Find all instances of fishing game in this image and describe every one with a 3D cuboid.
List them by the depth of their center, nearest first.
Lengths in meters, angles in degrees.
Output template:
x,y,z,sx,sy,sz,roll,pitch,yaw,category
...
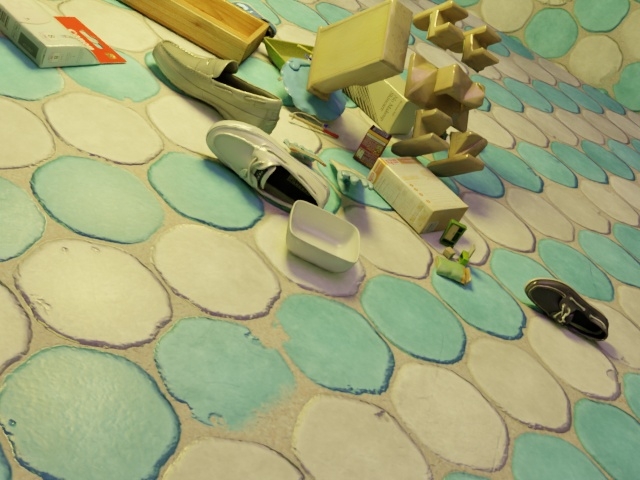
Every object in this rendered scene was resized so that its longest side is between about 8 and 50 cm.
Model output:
x,y,z,sx,sy,sz,roll,pitch,yaw,category
-0.022,-0.360,2.052,0.189,0.041,0.264,21,48,-26,fishing game

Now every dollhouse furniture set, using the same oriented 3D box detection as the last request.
x,y,z,sx,sy,sz,roll,pitch,yaw,category
0.283,0.023,1.761,0.076,0.059,0.152,25,30,-10,dollhouse furniture set
0.203,-0.381,2.038,0.394,0.256,0.362,23,70,-38,dollhouse furniture set

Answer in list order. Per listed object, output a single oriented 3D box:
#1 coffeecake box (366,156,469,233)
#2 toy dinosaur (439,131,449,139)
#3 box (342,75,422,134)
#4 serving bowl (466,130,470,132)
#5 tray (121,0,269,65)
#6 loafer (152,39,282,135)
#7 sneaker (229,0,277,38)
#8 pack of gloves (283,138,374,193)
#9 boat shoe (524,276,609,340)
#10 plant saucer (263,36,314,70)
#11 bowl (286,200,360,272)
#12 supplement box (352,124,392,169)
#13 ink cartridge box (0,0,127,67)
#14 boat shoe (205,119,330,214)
x,y,z,sx,sy,sz,roll,pitch,yaw,category
0.214,-0.104,1.883,0.142,0.068,0.185,-8,47,-48,coffeecake box
0.306,-0.343,2.347,0.118,0.064,0.268,35,27,-6,toy dinosaur
0.144,-0.402,2.235,0.094,0.113,0.275,-7,45,-47,box
0.428,-0.286,2.398,0.083,0.027,0.083,22,31,-14,serving bowl
-0.344,-0.585,2.108,0.410,0.076,0.203,28,30,-2,tray
-0.217,-0.343,1.812,0.319,0.111,0.112,35,29,7,loafer
-0.187,-0.586,2.266,0.152,0.058,0.084,33,20,-9,sneaker
0.008,-0.146,1.767,0.195,0.046,0.232,23,9,-10,pack of gloves
0.519,0.145,1.775,0.206,0.075,0.065,30,26,-11,boat shoe
-0.042,-0.447,2.199,0.188,0.045,0.188,-2,43,-43,plant saucer
0.000,0.000,1.546,0.142,0.053,0.142,24,30,-10,bowl
0.120,-0.214,1.950,0.055,0.083,0.043,32,29,3,supplement box
-0.527,-0.428,1.721,0.189,0.066,0.232,41,35,19,ink cartridge box
-0.105,-0.133,1.621,0.267,0.096,0.088,36,24,-8,boat shoe
